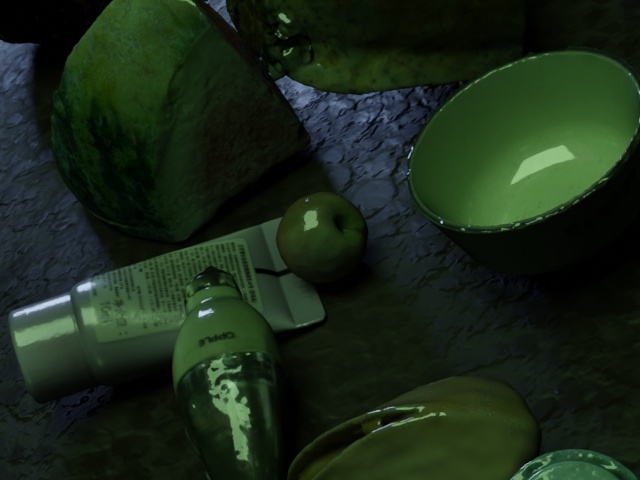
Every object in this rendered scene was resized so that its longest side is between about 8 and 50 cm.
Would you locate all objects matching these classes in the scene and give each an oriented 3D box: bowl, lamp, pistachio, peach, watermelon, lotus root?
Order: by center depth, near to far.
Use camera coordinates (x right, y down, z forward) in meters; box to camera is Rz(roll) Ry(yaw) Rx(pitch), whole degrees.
[{"bbox_3d":[0.069,0.175,1.369,0.223,0.152,0.126,-32,39,32],"label":"pistachio"},{"bbox_3d":[-0.071,0.128,1.538,0.101,0.101,0.250,-24,50,10],"label":"lamp"},{"bbox_3d":[0.187,-0.052,1.545,0.211,0.112,0.211,-18,43,17],"label":"bowl"},{"bbox_3d":[0.000,-0.002,1.645,0.083,0.083,0.083,-18,42,17],"label":"peach"},{"bbox_3d":[0.041,-0.268,1.767,0.260,0.149,0.267,-6,36,-8],"label":"lotus root"},{"bbox_3d":[-0.142,-0.135,1.806,0.193,0.231,0.310,59,136,48],"label":"watermelon"}]

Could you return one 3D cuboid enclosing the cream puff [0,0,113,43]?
[{"bbox_3d":[-0.309,-0.324,2.110,0.239,0.165,0.239,-21,42,20],"label":"cream puff"}]

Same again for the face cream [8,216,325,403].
[{"bbox_3d":[-0.141,0.063,1.677,0.273,0.096,0.154,-18,38,-2],"label":"face cream"}]

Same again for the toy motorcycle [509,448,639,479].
[{"bbox_3d":[0.134,0.287,1.178,0.319,0.182,0.241,-39,40,-10],"label":"toy motorcycle"}]
